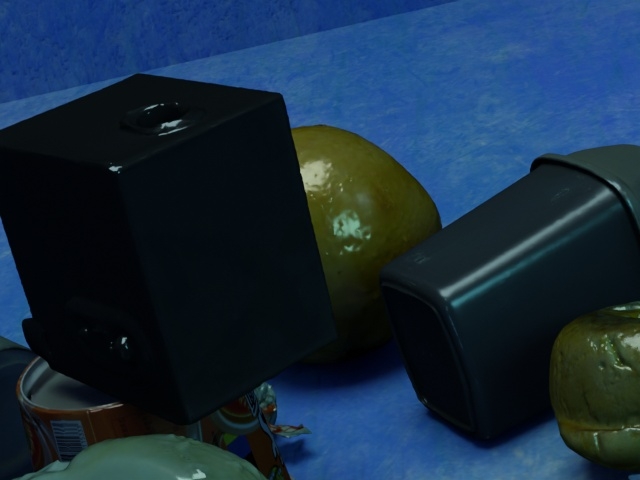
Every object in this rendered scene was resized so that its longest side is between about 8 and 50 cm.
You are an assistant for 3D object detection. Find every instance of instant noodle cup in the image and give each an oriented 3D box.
[{"bbox_3d":[-0.153,0.189,1.540,0.250,0.192,0.250,-13,22,5],"label":"instant noodle cup"}]

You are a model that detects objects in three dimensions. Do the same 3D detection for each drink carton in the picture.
[{"bbox_3d":[-0.379,0.154,1.789,0.189,0.191,0.185,12,71,37],"label":"drink carton"}]

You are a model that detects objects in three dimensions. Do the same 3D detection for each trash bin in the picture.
[{"bbox_3d":[0.218,0.046,1.651,0.290,0.209,0.182,-29,27,-20],"label":"trash bin"}]

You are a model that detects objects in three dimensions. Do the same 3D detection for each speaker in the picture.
[{"bbox_3d":[-0.146,-0.005,1.433,0.184,0.232,0.254,-27,25,-32],"label":"speaker"}]

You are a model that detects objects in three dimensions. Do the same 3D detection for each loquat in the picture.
[{"bbox_3d":[0.000,0.000,1.826,0.263,0.263,0.263,-13,21,5],"label":"loquat"}]

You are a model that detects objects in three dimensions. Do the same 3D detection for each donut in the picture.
[{"bbox_3d":[0.327,0.113,1.463,0.261,0.128,0.208,-9,4,7],"label":"donut"}]

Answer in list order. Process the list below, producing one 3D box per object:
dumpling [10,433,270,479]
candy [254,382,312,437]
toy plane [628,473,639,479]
[{"bbox_3d":[-0.080,0.259,1.281,0.270,0.320,0.212,-15,-23,-18],"label":"dumpling"},{"bbox_3d":[-0.129,0.179,1.735,0.292,0.059,0.086,-2,26,32],"label":"candy"},{"bbox_3d":[0.347,0.196,1.366,0.197,0.078,0.053,-20,19,30],"label":"toy plane"}]
